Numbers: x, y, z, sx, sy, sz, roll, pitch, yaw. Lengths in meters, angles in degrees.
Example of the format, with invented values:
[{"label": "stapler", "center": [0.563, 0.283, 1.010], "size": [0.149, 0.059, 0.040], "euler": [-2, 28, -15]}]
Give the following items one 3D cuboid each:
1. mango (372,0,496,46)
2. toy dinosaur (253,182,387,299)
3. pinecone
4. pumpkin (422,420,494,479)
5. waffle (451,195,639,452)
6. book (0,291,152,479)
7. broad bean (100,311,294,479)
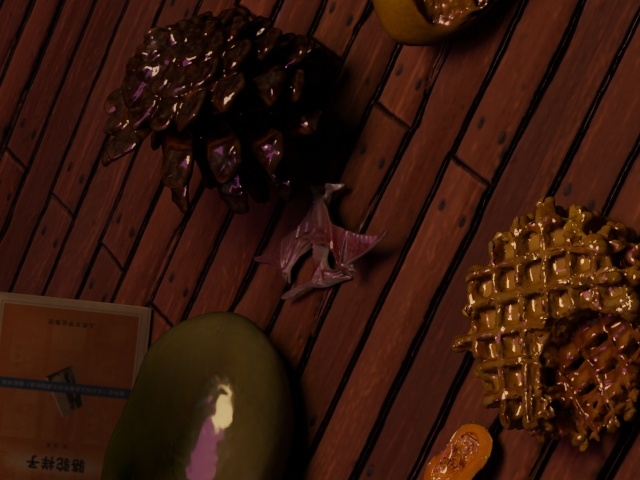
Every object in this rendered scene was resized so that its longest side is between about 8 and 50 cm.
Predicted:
[{"label": "mango", "center": [0.114, -0.295, 1.640], "size": [0.167, 0.130, 0.262], "euler": [23, 105, 51]}, {"label": "toy dinosaur", "center": [-0.001, 0.000, 1.785], "size": [0.220, 0.032, 0.108], "euler": [-10, 79, 57]}, {"label": "pinecone", "center": [-0.090, -0.120, 1.780], "size": [0.229, 0.201, 0.202], "euler": [2, 77, 54]}, {"label": "pumpkin", "center": [0.124, 0.195, 1.604], "size": [0.083, 0.028, 0.050], "euler": [-54, 45, 16]}, {"label": "waffle", "center": [0.194, 0.066, 1.518], "size": [0.197, 0.070, 0.193], "euler": [22, 99, 49]}, {"label": "book", "center": [-0.273, 0.181, 1.966], "size": [0.018, 0.170, 0.241], "euler": [159, 116, -78]}, {"label": "broad bean", "center": [-0.125, 0.208, 1.820], "size": [0.291, 0.119, 0.238], "euler": [-64, 34, 14]}]
